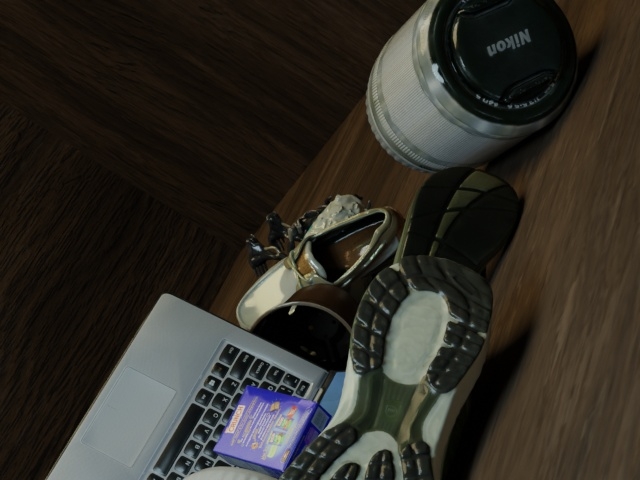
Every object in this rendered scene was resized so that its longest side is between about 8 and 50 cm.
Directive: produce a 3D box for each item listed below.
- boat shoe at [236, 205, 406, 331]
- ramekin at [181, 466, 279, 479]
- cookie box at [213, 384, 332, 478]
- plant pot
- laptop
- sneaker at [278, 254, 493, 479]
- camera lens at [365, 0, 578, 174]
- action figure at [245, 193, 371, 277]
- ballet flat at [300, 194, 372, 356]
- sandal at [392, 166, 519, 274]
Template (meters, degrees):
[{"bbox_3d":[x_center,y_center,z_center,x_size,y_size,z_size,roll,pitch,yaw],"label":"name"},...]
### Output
[{"bbox_3d":[-0.007,0.041,2.021,0.302,0.113,0.103,-35,-25,5],"label":"boat shoe"},{"bbox_3d":[-0.079,0.320,1.365,0.207,0.207,0.109,-48,14,51],"label":"ramekin"},{"bbox_3d":[-0.055,0.221,1.541,0.107,0.040,0.092,9,61,37],"label":"cookie box"},{"bbox_3d":[-0.009,0.142,1.902,0.167,0.167,0.165,-55,-1,18],"label":"plant pot"},{"bbox_3d":[-0.126,0.259,1.600,0.382,0.408,0.236,-60,-14,-21],"label":"laptop"},{"bbox_3d":[0.067,0.226,1.297,0.410,0.158,0.182,-62,-22,-23],"label":"sneaker"},{"bbox_3d":[0.194,-0.214,1.774,0.219,0.219,0.274,-60,8,-18],"label":"camera lens"},{"bbox_3d":[0.000,0.000,2.488,0.276,0.141,0.164,-11,32,43],"label":"action figure"},{"bbox_3d":[0.000,0.123,2.114,0.409,0.147,0.147,-62,8,-11],"label":"ballet flat"},{"bbox_3d":[0.135,0.034,1.564,0.302,0.120,0.086,-62,-5,-29],"label":"sandal"}]
